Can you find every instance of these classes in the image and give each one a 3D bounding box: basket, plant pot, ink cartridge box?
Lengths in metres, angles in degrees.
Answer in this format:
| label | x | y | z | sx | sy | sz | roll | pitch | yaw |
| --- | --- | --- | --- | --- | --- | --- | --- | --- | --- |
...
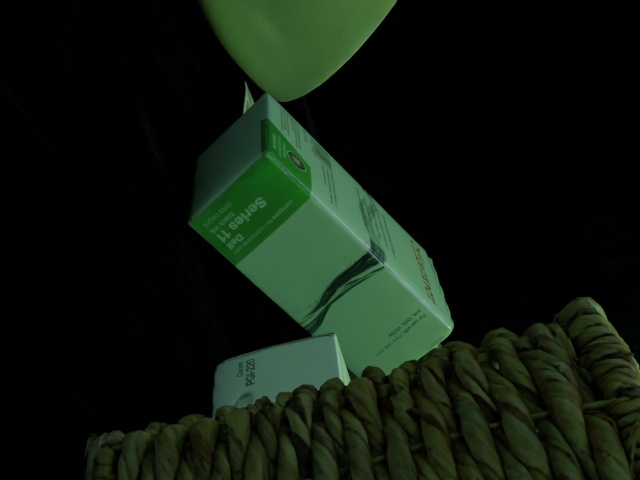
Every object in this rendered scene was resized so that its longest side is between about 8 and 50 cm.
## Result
| label | x | y | z | sx | sy | sz | roll | pitch | yaw |
| --- | --- | --- | --- | --- | --- | --- | --- | --- | --- |
| basket | 0.047 | 0.206 | 0.404 | 0.299 | 0.223 | 0.214 | -101 | 175 | -54 |
| plant pot | -0.040 | -0.318 | 1.206 | 0.191 | 0.284 | 0.284 | 34 | 22 | -22 |
| ink cartridge box | 0.000 | 0.000 | 0.913 | 0.208 | 0.087 | 0.153 | 43 | 15 | -18 |
| ink cartridge box | 0.001 | 0.195 | 0.756 | 0.159 | 0.092 | 0.218 | -98 | 170 | -64 |

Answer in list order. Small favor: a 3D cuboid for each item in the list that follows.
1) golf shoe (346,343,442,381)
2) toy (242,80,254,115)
| label | x | y | z | sx | sy | sz | roll | pitch | yaw |
| --- | --- | --- | --- | --- | --- | --- | --- | --- | --- |
| golf shoe | 0.021 | 0.138 | 1.093 | 0.273 | 0.120 | 0.105 | 128 | -21 | -62 |
| toy | -0.053 | -0.090 | 1.344 | 0.237 | 0.056 | 0.137 | -98 | 171 | -61 |
